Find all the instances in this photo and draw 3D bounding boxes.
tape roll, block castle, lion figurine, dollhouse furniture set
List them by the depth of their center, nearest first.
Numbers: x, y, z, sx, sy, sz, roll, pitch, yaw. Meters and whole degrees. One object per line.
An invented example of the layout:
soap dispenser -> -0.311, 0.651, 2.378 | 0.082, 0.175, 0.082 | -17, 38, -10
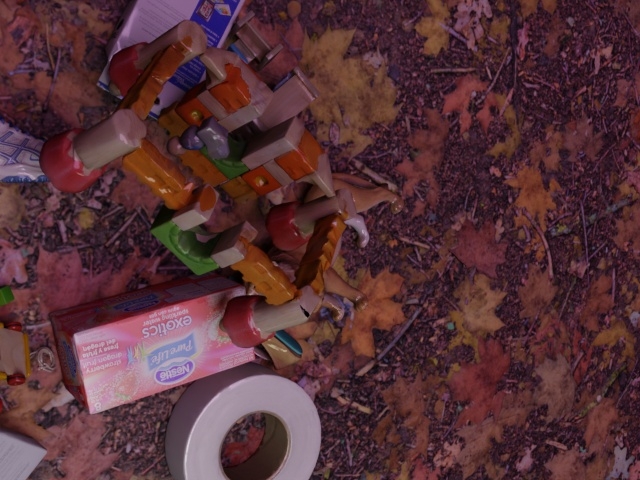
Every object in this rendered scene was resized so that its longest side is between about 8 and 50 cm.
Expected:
block castle -> -0.174, -0.079, 1.287 | 0.453, 0.213, 0.303 | 46, 45, -27
dollhouse furniture set -> -0.122, -0.274, 1.473 | 0.129, 0.129, 0.184 | -43, 99, -18
tape roll -> -0.143, 0.377, 1.568 | 0.286, 0.100, 0.286 | -6, 101, -31
lion figurine -> 0.000, 0.000, 1.579 | 0.240, 0.142, 0.392 | 32, 59, -26

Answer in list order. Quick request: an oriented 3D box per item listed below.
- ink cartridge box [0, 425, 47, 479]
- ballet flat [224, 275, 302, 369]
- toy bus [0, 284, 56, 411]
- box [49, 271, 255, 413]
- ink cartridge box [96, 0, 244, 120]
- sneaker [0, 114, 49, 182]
ink cartridge box -> -0.549, 0.383, 1.278 | 0.223, 0.045, 0.224 | -53, 160, -14
ballet flat -> -0.124, 0.163, 1.564 | 0.073, 0.080, 0.232 | -35, 116, 11
toy bus -> -0.534, 0.177, 1.290 | 0.104, 0.191, 0.202 | -18, 113, 18
box -> -0.280, 0.164, 1.417 | 0.300, 0.154, 0.142 | -15, 106, -30
ink cartridge box -> -0.242, -0.365, 1.407 | 0.165, 0.065, 0.333 | 31, 80, -32
sneaker -> -0.489, -0.150, 1.263 | 0.296, 0.112, 0.131 | -5, 96, -34
